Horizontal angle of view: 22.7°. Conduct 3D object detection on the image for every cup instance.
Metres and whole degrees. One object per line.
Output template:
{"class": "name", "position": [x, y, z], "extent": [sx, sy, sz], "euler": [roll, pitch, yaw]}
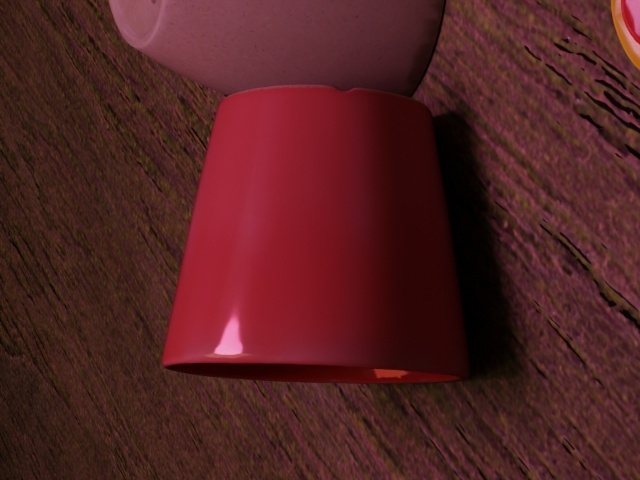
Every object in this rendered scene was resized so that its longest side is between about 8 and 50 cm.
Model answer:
{"class": "cup", "position": [-0.065, -0.269, 1.493], "extent": [0.331, 0.237, 0.331], "euler": [21, 114, 60]}

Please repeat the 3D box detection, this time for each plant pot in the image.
{"class": "plant pot", "position": [0.000, 0.000, 1.419], "extent": [0.275, 0.275, 0.243], "euler": [-13, 73, 63]}

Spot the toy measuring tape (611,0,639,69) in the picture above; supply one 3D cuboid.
{"class": "toy measuring tape", "position": [0.266, -0.095, 1.017], "extent": [0.121, 0.121, 0.330], "euler": [-31, 77, 61]}
